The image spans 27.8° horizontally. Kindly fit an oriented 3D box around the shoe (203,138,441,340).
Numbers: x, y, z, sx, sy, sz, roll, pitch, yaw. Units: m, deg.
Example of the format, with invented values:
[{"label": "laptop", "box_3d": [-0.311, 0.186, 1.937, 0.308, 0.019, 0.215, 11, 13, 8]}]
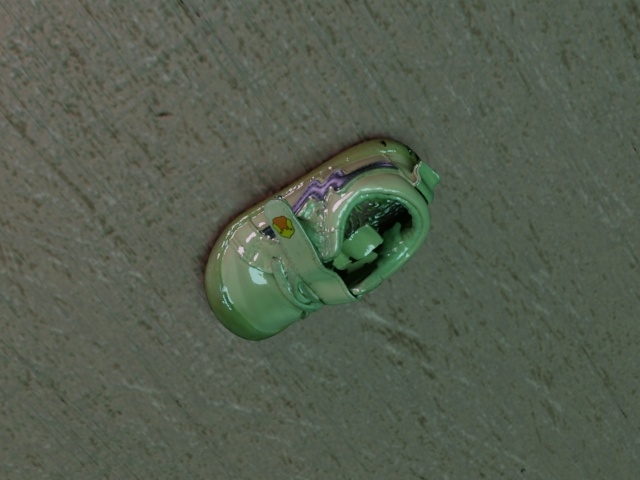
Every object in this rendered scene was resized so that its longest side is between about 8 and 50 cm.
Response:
[{"label": "shoe", "box_3d": [-0.002, -0.003, 1.283, 0.262, 0.128, 0.140, -37, 105, 0]}]
